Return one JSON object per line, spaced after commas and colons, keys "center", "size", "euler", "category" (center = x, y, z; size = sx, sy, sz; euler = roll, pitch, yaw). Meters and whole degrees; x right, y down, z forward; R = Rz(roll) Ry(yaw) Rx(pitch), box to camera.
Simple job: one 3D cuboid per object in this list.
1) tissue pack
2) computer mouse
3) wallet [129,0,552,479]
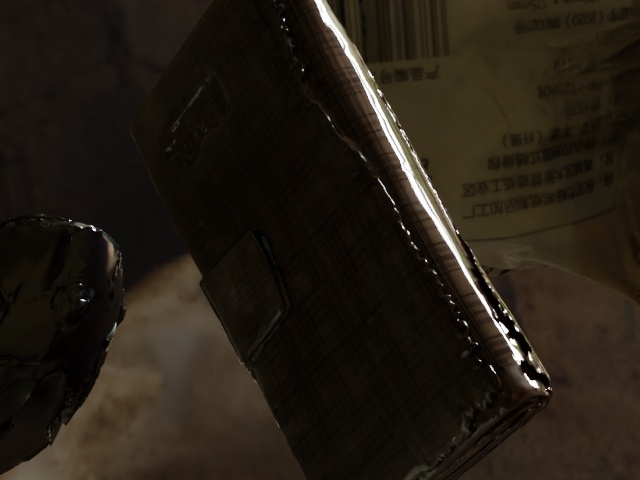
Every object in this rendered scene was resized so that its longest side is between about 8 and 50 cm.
{"center": [0.109, -0.125, 1.284], "size": [0.375, 0.390, 0.195], "euler": [-4, 14, 1], "category": "tissue pack"}
{"center": [-0.192, 0.077, 0.931], "size": [0.146, 0.242, 0.077], "euler": [25, 32, -35], "category": "computer mouse"}
{"center": [0.000, 0.000, 0.696], "size": [0.042, 0.124, 0.230], "euler": [-4, 56, -44], "category": "wallet"}
